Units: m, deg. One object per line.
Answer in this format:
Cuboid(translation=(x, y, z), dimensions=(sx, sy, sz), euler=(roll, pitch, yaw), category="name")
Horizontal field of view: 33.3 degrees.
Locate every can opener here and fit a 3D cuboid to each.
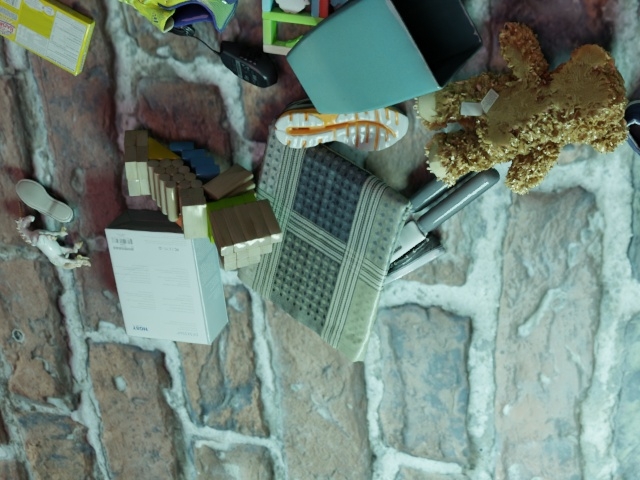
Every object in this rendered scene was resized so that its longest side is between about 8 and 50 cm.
Cuboid(translation=(0.167, -0.047, 1.748), dimensions=(0.280, 0.093, 0.074), euler=(-37, 81, 30), category="can opener")

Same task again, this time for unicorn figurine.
Cuboid(translation=(-0.521, 0.001, 2.056), dimensions=(0.111, 0.060, 0.162), euler=(-9, 120, 37), category="unicorn figurine")

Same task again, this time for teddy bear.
Cuboid(translation=(0.295, -0.191, 1.600), dimensions=(0.338, 0.113, 0.245), euler=(-30, 75, 30), category="teddy bear")

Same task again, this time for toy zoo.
Cuboid(translation=(0.003, -0.421, 1.645), dimensions=(0.192, 0.030, 0.293), euler=(11, 121, 16), category="toy zoo")

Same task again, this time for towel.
Cuboid(translation=(0.000, 0.000, 1.799), dimensions=(0.312, 0.056, 0.324), euler=(33, 123, 30), category="towel")

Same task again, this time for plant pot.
Cuboid(translation=(0.078, -0.286, 1.575), dimensions=(0.234, 0.166, 0.165), euler=(-19, 109, 40), category="plant pot")

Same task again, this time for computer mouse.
Cuboid(translation=(-0.170, -0.324, 1.762), dimensions=(0.242, 0.041, 0.071), euler=(31, 165, 8), category="computer mouse")

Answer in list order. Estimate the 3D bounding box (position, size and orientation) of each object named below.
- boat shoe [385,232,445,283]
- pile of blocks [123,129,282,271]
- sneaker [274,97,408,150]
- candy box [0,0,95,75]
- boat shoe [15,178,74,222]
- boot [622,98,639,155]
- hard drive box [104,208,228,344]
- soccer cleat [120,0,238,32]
Cuboid(translation=(0.149, 0.034, 1.829), dimensions=(0.142, 0.049, 0.040), euler=(-31, 84, 30), category="boat shoe")
Cuboid(translation=(-0.204, -0.067, 1.852), dimensions=(0.362, 0.149, 0.113), euler=(39, 147, 27), category="pile of blocks")
Cuboid(translation=(0.035, -0.198, 1.728), dimensions=(0.215, 0.083, 0.084), euler=(3, 122, -1), category="sneaker")
Cuboid(translation=(-0.495, -0.380, 1.863), dimensions=(0.206, 0.027, 0.105), euler=(29, 126, 5), category="candy box")
Cuboid(translation=(-0.520, -0.073, 2.032), dimensions=(0.125, 0.038, 0.046), euler=(29, 80, 4), category="boat shoe")
Cuboid(translation=(0.509, -0.119, 1.578), dimensions=(0.190, 0.086, 0.069), euler=(45, 123, -6), category="boot")
Cuboid(translation=(-0.283, 0.067, 1.985), dimensions=(0.181, 0.089, 0.232), euler=(5, 118, 19), category="hard drive box")
Cuboid(translation=(-0.271, -0.398, 1.708), dimensions=(0.289, 0.093, 0.121), euler=(12, 87, 13), category="soccer cleat")
